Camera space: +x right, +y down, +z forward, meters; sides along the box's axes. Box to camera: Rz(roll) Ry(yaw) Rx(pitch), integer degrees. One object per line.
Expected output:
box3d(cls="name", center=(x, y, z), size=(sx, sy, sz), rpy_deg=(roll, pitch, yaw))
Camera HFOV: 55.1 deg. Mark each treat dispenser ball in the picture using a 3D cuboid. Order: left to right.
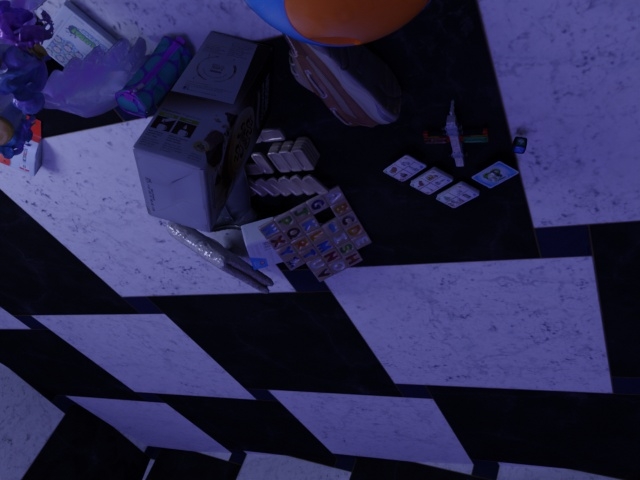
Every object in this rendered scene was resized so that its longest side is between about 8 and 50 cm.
box3d(cls="treat dispenser ball", center=(0.020, -0.372, 0.703), size=(0.288, 0.288, 0.288), rpy_deg=(11, 145, 8))

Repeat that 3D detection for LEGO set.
box3d(cls="LEGO set", center=(0.258, -0.155, 1.134), size=(0.182, 0.060, 0.244), rpy_deg=(24, 152, -20))

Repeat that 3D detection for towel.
box3d(cls="towel", center=(-0.231, 0.041, 1.471), size=(0.187, 0.049, 0.282), rpy_deg=(30, 175, 24))

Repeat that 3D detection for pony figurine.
box3d(cls="pony figurine", center=(-0.495, -0.273, 0.997), size=(0.351, 0.363, 0.303), rpy_deg=(-36, 117, 11))

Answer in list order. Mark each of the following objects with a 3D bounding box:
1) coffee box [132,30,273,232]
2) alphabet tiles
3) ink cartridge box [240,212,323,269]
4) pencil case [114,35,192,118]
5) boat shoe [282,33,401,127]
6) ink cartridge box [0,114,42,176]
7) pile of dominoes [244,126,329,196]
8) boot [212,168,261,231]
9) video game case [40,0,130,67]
box3d(cls="coffee box", center=(-0.185, -0.187, 1.033), size=(0.119, 0.297, 0.168), rpy_deg=(17, 146, 6))
box3d(cls="alphabet tiles", center=(0.000, 0.000, 1.386), size=(0.198, 0.009, 0.237), rpy_deg=(-28, 132, 7))
box3d(cls="ink cartridge box", center=(-0.082, -0.006, 1.413), size=(0.180, 0.060, 0.104), rpy_deg=(-16, 143, -5))
box3d(cls="pencil case", center=(-0.288, -0.284, 1.067), size=(0.064, 0.152, 0.070), rpy_deg=(33, 158, -7))
box3d(cls="boat shoe", center=(0.000, -0.290, 0.974), size=(0.116, 0.123, 0.324), rpy_deg=(-14, 133, 40))
box3d(cls="ink cartridge box", center=(-0.719, -0.235, 1.410), size=(0.145, 0.045, 0.179), rpy_deg=(23, 147, -10))
box3d(cls="pile of dominoes", center=(-0.116, -0.167, 1.281), size=(0.251, 0.040, 0.196), rpy_deg=(1, 145, 34))
box3d(cls="boot", center=(-0.232, -0.099, 1.355), size=(0.189, 0.076, 0.208), rpy_deg=(-3, 153, 11))
box3d(cls="video game case", center=(-0.438, -0.354, 1.150), size=(0.157, 0.019, 0.143), rpy_deg=(38, 140, -29))
